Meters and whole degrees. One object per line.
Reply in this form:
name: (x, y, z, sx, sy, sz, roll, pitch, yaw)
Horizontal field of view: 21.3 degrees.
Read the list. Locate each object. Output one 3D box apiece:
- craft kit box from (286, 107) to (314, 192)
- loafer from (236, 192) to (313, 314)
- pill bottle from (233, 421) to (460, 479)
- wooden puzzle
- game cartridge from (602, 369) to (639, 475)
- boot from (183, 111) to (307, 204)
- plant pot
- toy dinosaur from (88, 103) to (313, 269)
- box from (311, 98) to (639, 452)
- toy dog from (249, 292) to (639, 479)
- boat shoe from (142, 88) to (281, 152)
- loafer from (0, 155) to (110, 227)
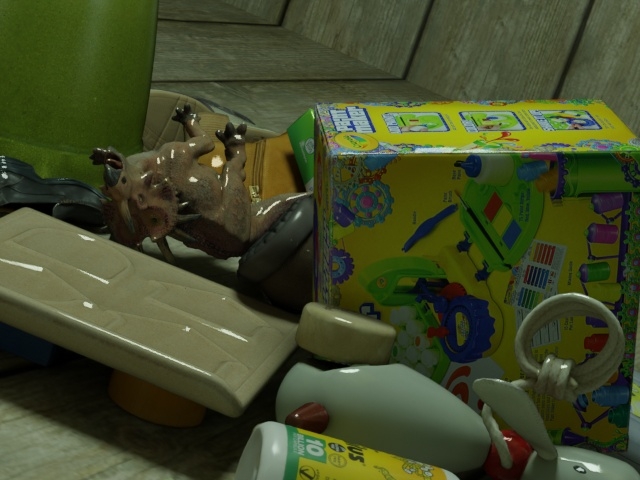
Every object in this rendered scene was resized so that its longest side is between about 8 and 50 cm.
craft kit box: (0.096, -0.032, 2.086, 0.247, 0.061, 0.250, 8, 55, -45)
loafer: (-0.008, 0.038, 1.815, 0.130, 0.134, 0.366, 45, 6, 1)
pill bottle: (0.039, 0.215, 1.265, 0.208, 0.117, 0.117, 17, 15, -10)
wooden puzzle: (-0.191, 0.075, 1.570, 0.322, 0.080, 0.348, 22, 10, 7)
game cartridge: (0.316, 0.184, 1.805, 0.196, 0.060, 0.294, 32, 13, 1)
boot: (-0.030, -0.060, 2.113, 0.295, 0.104, 0.211, 5, 42, -20)
plant pot: (-0.344, -0.263, 2.026, 0.366, 0.353, 0.366, 18, 15, -5)
toy dinosaur: (-0.139, -0.035, 1.870, 0.296, 0.127, 0.200, 19, 38, -30)
box: (0.136, 0.032, 1.558, 0.279, 0.290, 0.177, -1, 20, -5)
toy dog: (0.093, 0.163, 1.376, 0.334, 0.220, 0.161, -2, 7, 10)
boat shoe: (-0.170, -0.146, 2.338, 0.285, 0.103, 0.092, 13, 11, -38)
loafer: (-0.303, -0.037, 1.881, 0.170, 0.062, 0.061, 17, 52, -36)
